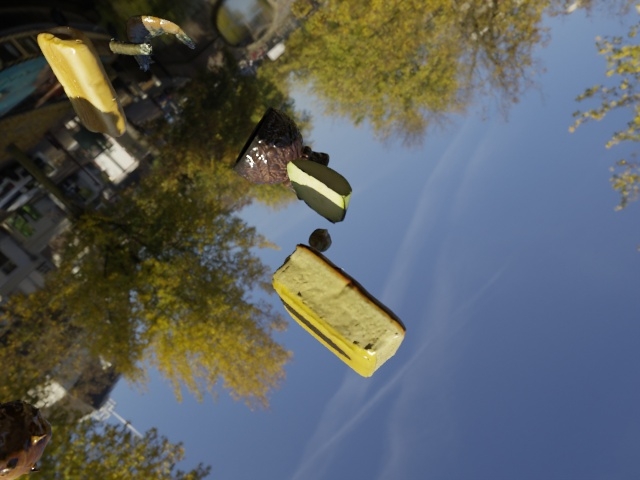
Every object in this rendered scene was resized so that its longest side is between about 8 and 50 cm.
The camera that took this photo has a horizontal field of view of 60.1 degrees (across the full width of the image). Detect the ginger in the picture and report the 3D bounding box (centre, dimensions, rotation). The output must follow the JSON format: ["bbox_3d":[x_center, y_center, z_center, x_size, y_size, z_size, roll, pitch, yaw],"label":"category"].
[{"bbox_3d":[-0.656,0.389,1.023,0.253,0.176,0.418,-12,171,-8],"label":"ginger"}]

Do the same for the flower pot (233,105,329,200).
[{"bbox_3d":[-0.127,-0.284,1.918,0.267,0.267,0.267,-53,-165,21],"label":"flower pot"}]

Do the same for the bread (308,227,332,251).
[{"bbox_3d":[0.000,0.000,1.605,0.060,0.066,0.110,-51,-177,13],"label":"bread"}]

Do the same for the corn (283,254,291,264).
[{"bbox_3d":[-0.039,0.103,1.766,0.085,0.165,0.063,-22,-139,61],"label":"corn"}]

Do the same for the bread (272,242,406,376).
[{"bbox_3d":[0.046,0.183,1.370,0.143,0.323,0.333,-48,165,-13],"label":"bread"}]

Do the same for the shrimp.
[{"bbox_3d":[-0.481,-0.580,1.680,0.262,0.197,0.051,120,-23,-65],"label":"shrimp"}]

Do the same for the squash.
[{"bbox_3d":[0.012,-0.137,1.434,0.085,0.191,0.184,-48,163,-18],"label":"squash"}]

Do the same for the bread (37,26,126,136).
[{"bbox_3d":[-0.586,-0.396,1.397,0.141,0.305,0.091,14,-125,15],"label":"bread"}]

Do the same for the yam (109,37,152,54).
[{"bbox_3d":[-0.376,-0.384,1.094,0.129,0.033,0.027,18,-149,41],"label":"yam"}]
